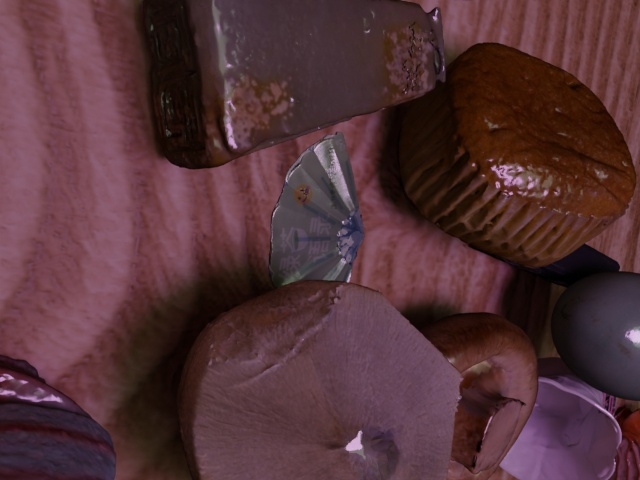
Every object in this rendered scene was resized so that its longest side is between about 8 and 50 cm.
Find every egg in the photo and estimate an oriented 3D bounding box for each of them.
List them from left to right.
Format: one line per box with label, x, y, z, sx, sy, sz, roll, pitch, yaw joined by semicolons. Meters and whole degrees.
egg;0.410;0.126;0.808;0.231;0.168;0.168;19;86;-29

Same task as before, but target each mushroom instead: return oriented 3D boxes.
mushroom;0.157;0.213;0.744;0.278;0.146;0.278;-15;117;-31

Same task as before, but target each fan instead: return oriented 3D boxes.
fan;0.000;0.000;0.673;0.131;0.009;0.240;-4;101;-34

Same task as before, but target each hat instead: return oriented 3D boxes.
hat;0.335;0.248;0.882;0.126;0.203;0.203;-40;122;-52

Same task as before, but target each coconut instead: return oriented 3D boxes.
coconut;-0.001;0.151;0.530;0.245;0.247;0.244;3;82;-22

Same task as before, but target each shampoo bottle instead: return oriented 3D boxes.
shampoo bottle;0.295;0.007;0.839;0.310;0.098;0.071;21;90;-37

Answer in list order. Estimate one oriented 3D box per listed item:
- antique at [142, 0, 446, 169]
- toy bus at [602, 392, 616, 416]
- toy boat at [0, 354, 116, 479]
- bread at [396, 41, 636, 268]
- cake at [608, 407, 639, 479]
antique;-0.007;-0.163;0.563;0.284;0.125;0.150;-17;108;-34
toy bus;0.466;0.228;1.032;0.090;0.063;0.203;-8;105;-39
toy boat;-0.207;0.149;0.369;0.206;0.282;0.096;19;88;-37
bread;0.222;-0.094;0.684;0.254;0.142;0.227;17;56;-15
cake;0.577;0.451;1.136;0.135;0.098;0.287;17;83;-39
